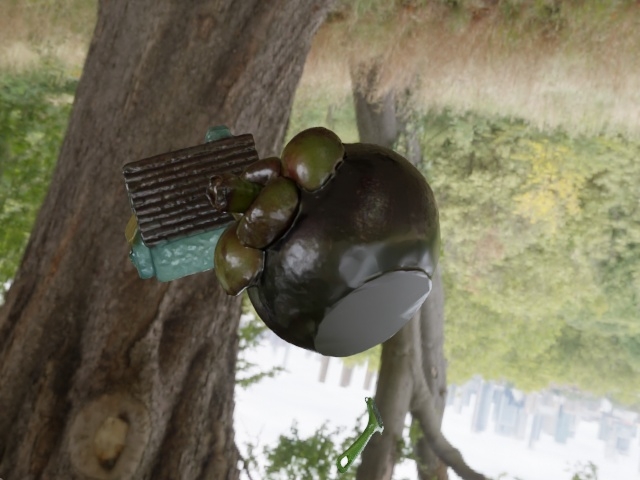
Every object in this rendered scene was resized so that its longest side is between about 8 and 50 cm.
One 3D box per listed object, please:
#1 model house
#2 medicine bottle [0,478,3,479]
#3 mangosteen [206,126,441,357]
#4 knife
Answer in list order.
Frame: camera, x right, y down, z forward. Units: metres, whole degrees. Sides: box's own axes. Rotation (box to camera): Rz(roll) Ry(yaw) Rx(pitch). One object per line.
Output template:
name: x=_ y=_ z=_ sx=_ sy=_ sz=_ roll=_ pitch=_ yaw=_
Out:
model house: x=-0.258 y=-0.088 z=1.375 sx=0.281 sy=0.248 sz=0.230 roll=-16 pitch=-157 yaw=-16
medicine bottle: x=-0.693 y=0.448 z=1.190 sx=0.214 sy=0.213 sz=0.378 roll=11 pitch=151 yaw=11
mangosteen: x=0.003 y=0.004 z=0.839 sx=0.288 sy=0.233 sz=0.287 roll=-16 pitch=151 yaw=-9
knife: x=0.069 y=0.339 z=1.213 sx=0.023 sy=0.078 sz=0.166 roll=-21 pitch=-169 yaw=33
